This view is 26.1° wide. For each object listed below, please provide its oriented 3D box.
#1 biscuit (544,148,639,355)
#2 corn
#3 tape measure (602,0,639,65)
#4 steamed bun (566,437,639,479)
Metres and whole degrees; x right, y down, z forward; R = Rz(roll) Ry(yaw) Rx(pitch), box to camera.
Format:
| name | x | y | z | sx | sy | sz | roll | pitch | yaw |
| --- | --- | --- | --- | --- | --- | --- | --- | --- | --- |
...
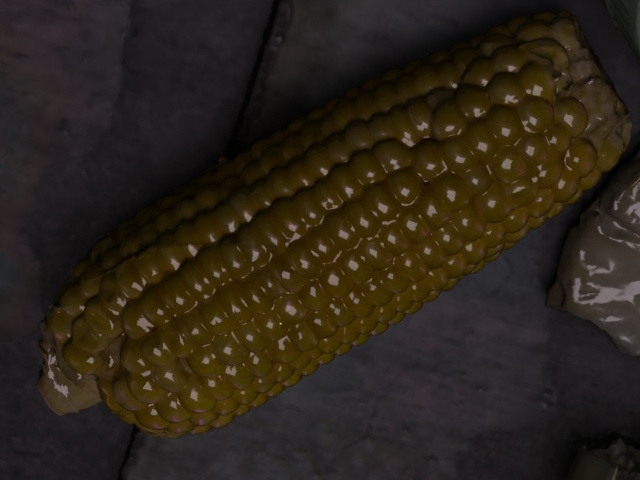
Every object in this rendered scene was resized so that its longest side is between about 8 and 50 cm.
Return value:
| name | x | y | z | sx | sy | sz | roll | pitch | yaw |
| --- | --- | --- | --- | --- | --- | --- | --- | --- | --- |
| biscuit | 0.265 | -0.018 | 0.775 | 0.289 | 0.038 | 0.141 | -12 | 115 | 6 |
| corn | 0.000 | 0.000 | 0.734 | 0.347 | 0.130 | 0.130 | -29 | 113 | 10 |
| tape measure | 0.246 | -0.160 | 0.654 | 0.235 | 0.115 | 0.207 | -33 | 131 | 15 |
| steamed bun | 0.224 | 0.191 | 0.774 | 0.170 | 0.225 | 0.200 | 40 | 112 | -17 |
